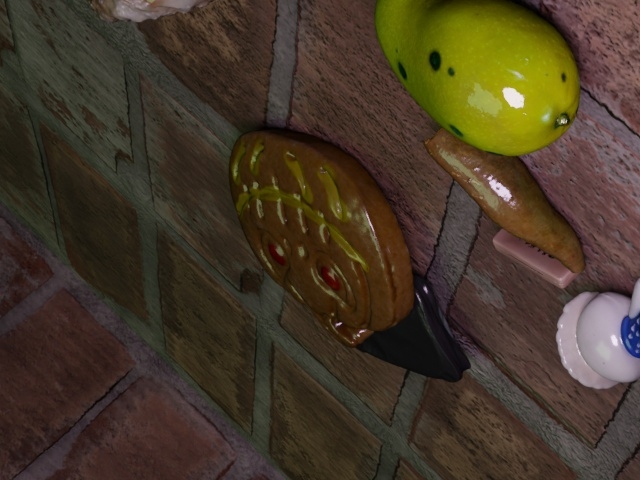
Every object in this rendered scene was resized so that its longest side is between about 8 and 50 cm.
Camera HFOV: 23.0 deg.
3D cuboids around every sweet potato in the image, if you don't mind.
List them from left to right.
[{"bbox_3d":[0.229,-0.053,1.859,0.244,0.077,0.077,41,159,1],"label":"sweet potato"}]

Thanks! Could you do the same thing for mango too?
[{"bbox_3d":[0.157,-0.189,1.665,0.293,0.143,0.175,40,159,46],"label":"mango"}]

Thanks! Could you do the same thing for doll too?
[{"bbox_3d":[0.371,0.109,1.810,0.138,0.119,0.293,59,153,-7],"label":"doll"}]

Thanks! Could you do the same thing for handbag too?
[{"bbox_3d":[0.096,0.110,2.400,0.332,0.075,0.191,16,140,58],"label":"handbag"}]

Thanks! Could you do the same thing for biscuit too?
[{"bbox_3d":[-0.007,0.004,2.313,0.394,0.070,0.350,13,125,56],"label":"biscuit"}]

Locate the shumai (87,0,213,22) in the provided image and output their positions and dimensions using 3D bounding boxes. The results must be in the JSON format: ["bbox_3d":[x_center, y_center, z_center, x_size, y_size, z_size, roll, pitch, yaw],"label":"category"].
[{"bbox_3d":[-0.174,-0.399,1.799,0.314,0.267,0.262,-79,-29,-69],"label":"shumai"}]

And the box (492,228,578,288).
[{"bbox_3d":[0.266,0.015,1.928,0.115,0.048,0.025,34,160,36],"label":"box"}]
